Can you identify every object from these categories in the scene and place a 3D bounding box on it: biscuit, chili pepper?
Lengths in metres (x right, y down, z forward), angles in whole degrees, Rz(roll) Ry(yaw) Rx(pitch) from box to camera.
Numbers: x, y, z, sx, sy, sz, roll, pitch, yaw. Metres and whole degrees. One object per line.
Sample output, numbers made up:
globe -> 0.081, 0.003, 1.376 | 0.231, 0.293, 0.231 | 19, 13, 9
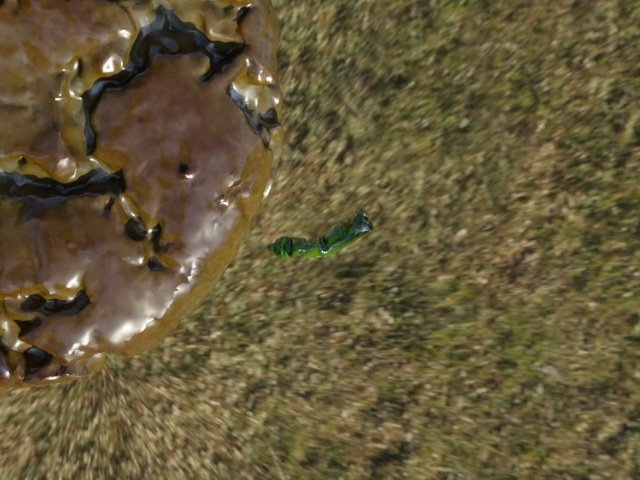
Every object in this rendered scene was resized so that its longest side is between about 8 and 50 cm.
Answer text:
biscuit -> -0.122, -0.048, 0.499 | 0.226, 0.042, 0.226 | 0, 102, -1
chili pepper -> 0.000, 0.000, 1.045 | 0.083, 0.027, 0.022 | -18, 51, 7
